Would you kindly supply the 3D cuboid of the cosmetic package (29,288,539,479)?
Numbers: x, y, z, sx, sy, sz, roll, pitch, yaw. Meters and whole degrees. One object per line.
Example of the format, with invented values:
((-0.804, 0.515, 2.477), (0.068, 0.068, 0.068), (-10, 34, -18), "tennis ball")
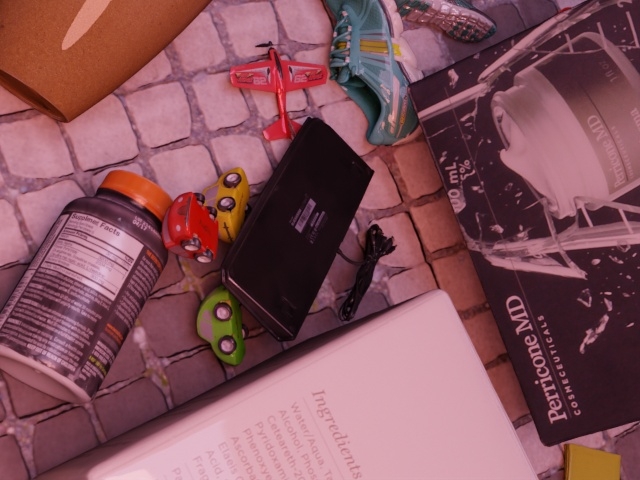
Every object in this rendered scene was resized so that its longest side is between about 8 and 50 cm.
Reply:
((-0.028, 0.293, 0.977), (0.394, 0.329, 0.327), (-25, 87, -28), "cosmetic package")

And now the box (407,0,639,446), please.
((0.435, -0.063, 1.184), (0.297, 0.472, 0.479), (-10, 78, -64), "box")

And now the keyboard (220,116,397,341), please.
((0.000, 0.000, 1.195), (0.201, 0.033, 0.317), (44, 46, -18), "keyboard")

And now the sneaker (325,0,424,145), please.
((0.058, -0.258, 1.304), (0.110, 0.107, 0.275), (-24, 87, -20), "sneaker")

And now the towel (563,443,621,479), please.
((0.367, 0.404, 1.317), (0.102, 0.021, 0.237), (19, 68, -26), "towel")

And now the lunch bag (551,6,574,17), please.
((0.439, -0.245, 1.478), (0.293, 0.120, 0.258), (-23, 82, -28), "lunch bag")

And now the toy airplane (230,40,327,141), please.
((-0.050, -0.192, 1.271), (0.151, 0.028, 0.151), (9, 71, -29), "toy airplane")

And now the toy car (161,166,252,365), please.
((-0.126, 0.038, 1.124), (0.053, 0.239, 0.224), (-3, 102, 12), "toy car")

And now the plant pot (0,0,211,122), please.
((-0.267, -0.270, 1.097), (0.237, 0.237, 0.254), (34, 80, -14), "plant pot")

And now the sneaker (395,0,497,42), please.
((0.190, -0.349, 1.413), (0.167, 0.065, 0.076), (19, 65, -22), "sneaker")

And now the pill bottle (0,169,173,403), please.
((-0.250, 0.043, 1.052), (0.130, 0.130, 0.245), (32, 64, -15), "pill bottle")
